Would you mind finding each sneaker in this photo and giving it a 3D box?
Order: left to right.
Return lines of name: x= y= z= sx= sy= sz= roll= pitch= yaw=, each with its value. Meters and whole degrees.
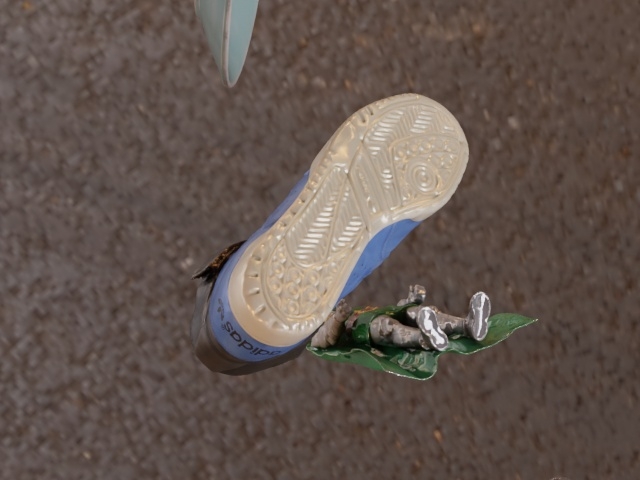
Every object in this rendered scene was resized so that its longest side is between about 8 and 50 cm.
sneaker: x=-0.001 y=-0.001 z=0.717 sx=0.058 sy=0.084 sz=0.152 roll=44 pitch=54 yaw=-6

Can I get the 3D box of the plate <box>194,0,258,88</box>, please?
plate: x=-0.038 y=-0.167 z=0.794 sx=0.024 sy=0.188 sz=0.188 roll=8 pitch=63 yaw=1

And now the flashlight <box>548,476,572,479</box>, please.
flashlight: x=0.113 y=0.313 z=1.464 sx=0.304 sy=0.103 sz=0.103 roll=-36 pitch=31 yaw=31

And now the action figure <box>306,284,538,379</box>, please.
action figure: x=0.052 y=0.071 z=1.338 sx=0.137 sy=0.232 sz=0.063 roll=-11 pitch=92 yaw=-27
